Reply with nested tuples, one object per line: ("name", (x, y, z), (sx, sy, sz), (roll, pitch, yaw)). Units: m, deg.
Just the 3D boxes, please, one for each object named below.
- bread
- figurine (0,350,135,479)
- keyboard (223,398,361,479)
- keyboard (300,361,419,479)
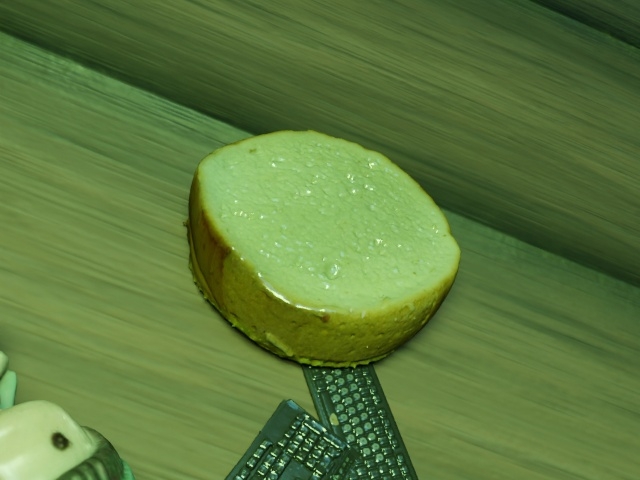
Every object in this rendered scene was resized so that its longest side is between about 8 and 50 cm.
("bread", (0.000, 0.000, 0.673), (0.236, 0.070, 0.236), (13, 45, -13))
("figurine", (-0.215, 0.121, 0.460), (0.245, 0.110, 0.138), (42, 57, 17))
("keyboard", (-0.046, 0.194, 0.528), (0.074, 0.015, 0.196), (33, 50, 9))
("keyboard", (0.041, 0.168, 0.597), (0.063, 0.010, 0.198), (-5, 54, -26))
